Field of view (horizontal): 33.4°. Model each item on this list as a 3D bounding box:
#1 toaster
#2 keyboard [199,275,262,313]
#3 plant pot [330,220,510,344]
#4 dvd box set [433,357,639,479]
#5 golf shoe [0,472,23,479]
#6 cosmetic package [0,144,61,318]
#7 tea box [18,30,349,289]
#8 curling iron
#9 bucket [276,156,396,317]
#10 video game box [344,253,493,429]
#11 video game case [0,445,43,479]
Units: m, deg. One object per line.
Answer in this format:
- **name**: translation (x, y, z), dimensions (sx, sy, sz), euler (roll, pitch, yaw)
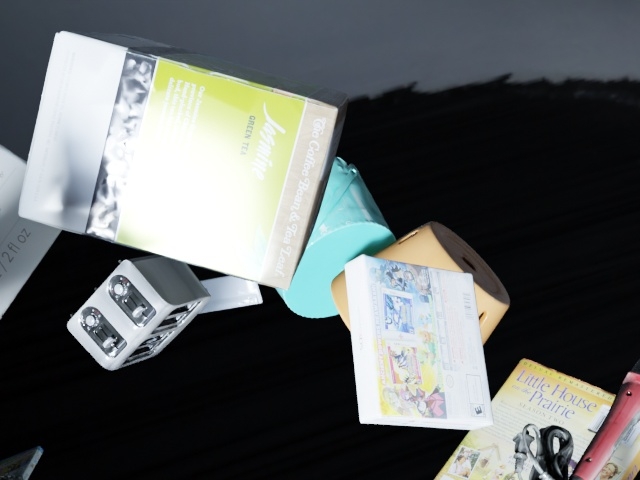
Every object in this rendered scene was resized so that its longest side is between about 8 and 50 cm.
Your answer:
- **toaster**: translation (-0.286, 0.108, 1.713), dimensions (0.110, 0.168, 0.185), euler (50, -160, 12)
- **keyboard**: translation (-0.253, 0.122, 2.305), dimensions (0.014, 0.255, 0.072), euler (-40, -61, -72)
- **plant pot**: translation (0.189, 0.104, 1.856), dimensions (0.291, 0.203, 0.291), euler (40, -164, -15)
- **dvd box set**: translation (0.399, 0.434, 1.978), dimensions (0.307, 0.420, 0.062), euler (20, 147, 37)
- **golf shoe**: translation (-0.460, 0.383, 1.514), dimensions (0.198, 0.077, 0.094), euler (-22, 83, 66)
- **cosmetic package**: translation (-0.641, 0.013, 1.555), dimensions (0.327, 0.393, 0.329), euler (-43, 18, 42)
- **tea box**: translation (-0.148, -0.112, 1.311), dimensions (0.329, 0.323, 0.220), euler (-75, 1, -79)
- **curling iron**: translation (0.252, 0.123, 0.895), dimensions (0.068, 0.274, 0.035), euler (43, 145, 17)
- **bucket**: translation (0.000, 0.000, 2.030), dimensions (0.281, 0.281, 0.183), euler (90, 155, -45)
- **video game box**: translation (0.123, 0.130, 1.333), dimensions (0.048, 0.187, 0.205), euler (-29, 58, 46)
- **video game case**: translation (-0.529, 0.411, 1.735), dimensions (0.015, 0.119, 0.166), euler (56, -155, -22)
